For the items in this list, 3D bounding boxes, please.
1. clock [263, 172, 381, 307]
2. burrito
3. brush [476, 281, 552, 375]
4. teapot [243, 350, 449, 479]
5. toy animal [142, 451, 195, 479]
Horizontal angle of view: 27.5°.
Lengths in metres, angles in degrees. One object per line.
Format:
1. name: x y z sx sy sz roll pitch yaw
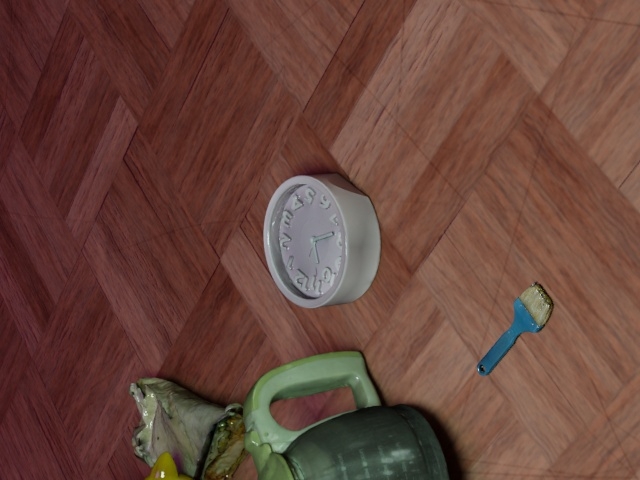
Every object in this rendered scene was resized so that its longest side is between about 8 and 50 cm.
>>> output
1. clock: 0.000 0.000 1.934 0.197 0.068 0.197 9 102 49
2. burrito: -0.221 0.331 2.220 0.348 0.107 0.175 5 114 52
3. brush: 0.247 0.122 1.693 0.051 0.014 0.164 59 135 29
4. teapot: 0.028 0.309 1.788 0.239 0.239 0.321 160 107 -65
5. toy animal: -0.298 0.451 2.144 0.230 0.156 0.156 -29 71 30
